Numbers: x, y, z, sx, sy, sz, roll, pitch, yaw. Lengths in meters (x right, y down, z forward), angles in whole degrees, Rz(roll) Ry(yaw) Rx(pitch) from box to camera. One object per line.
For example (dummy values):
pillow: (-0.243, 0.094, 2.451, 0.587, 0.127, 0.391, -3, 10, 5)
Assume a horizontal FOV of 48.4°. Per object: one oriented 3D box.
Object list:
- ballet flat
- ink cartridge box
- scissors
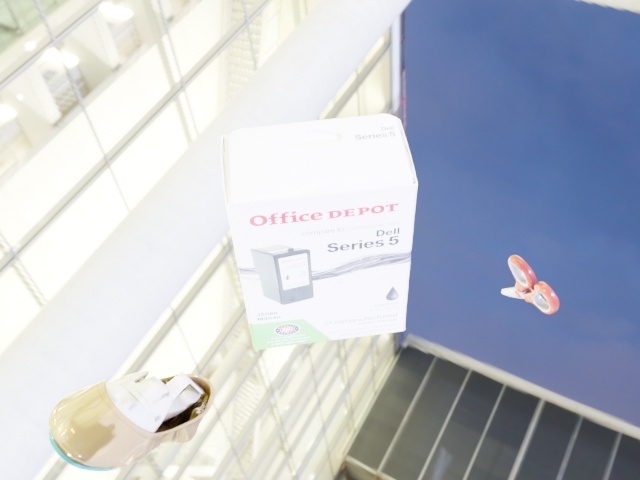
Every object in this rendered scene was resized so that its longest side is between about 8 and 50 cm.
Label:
ballet flat: (-0.154, 0.143, 0.625, 0.080, 0.073, 0.232, 44, 0, 12)
ink cartridge box: (0.000, 0.000, 0.834, 0.198, 0.115, 0.273, -7, -40, -2)
scissors: (0.351, 0.097, 1.220, 0.109, 0.021, 0.297, 51, -4, 18)
